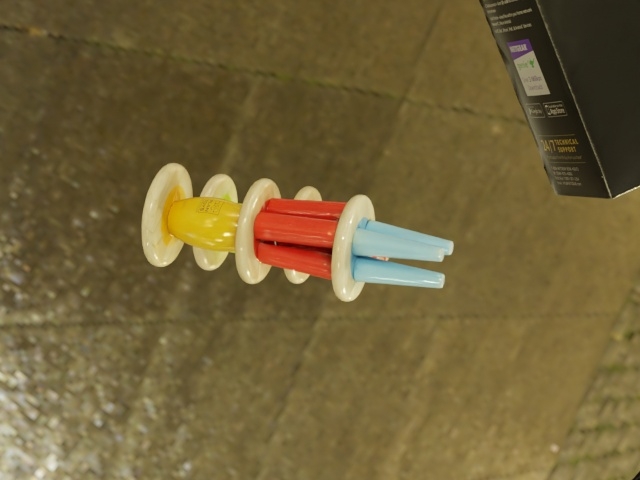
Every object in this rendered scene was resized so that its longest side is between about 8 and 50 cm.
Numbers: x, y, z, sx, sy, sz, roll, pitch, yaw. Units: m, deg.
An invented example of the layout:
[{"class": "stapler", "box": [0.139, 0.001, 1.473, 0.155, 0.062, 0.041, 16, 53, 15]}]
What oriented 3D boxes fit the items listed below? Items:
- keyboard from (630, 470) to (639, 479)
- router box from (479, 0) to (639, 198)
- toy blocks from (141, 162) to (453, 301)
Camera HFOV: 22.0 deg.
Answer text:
[{"class": "keyboard", "box": [0.195, 0.169, 0.674, 0.038, 0.192, 0.100, -13, 147, -50]}, {"class": "router box", "box": [0.228, -0.192, 0.882, 0.309, 0.081, 0.243, -24, 98, -12]}, {"class": "toy blocks", "box": [0.000, 0.000, 0.832, 0.123, 0.148, 0.054, 7, 93, -73]}]
